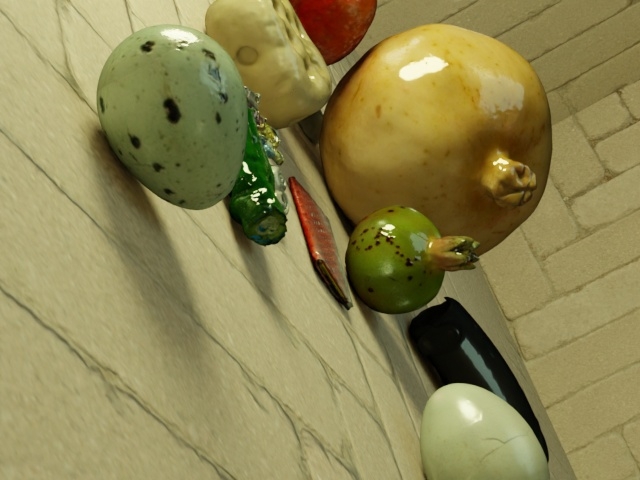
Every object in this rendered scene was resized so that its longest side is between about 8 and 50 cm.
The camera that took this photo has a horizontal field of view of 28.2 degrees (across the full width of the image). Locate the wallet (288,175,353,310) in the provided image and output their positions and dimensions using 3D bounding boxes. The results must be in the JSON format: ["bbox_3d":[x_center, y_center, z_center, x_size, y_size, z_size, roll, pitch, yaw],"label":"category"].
[{"bbox_3d":[0.000,0.000,1.740,0.103,0.020,0.196,55,12,-38],"label":"wallet"}]

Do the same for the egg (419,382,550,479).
[{"bbox_3d":[0.206,0.280,1.635,0.209,0.151,0.151,59,9,18],"label":"egg"}]

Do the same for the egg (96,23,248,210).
[{"bbox_3d":[-0.123,-0.106,1.105,0.131,0.131,0.164,-97,169,-65],"label":"egg"}]

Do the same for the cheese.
[{"bbox_3d":[-0.078,-0.270,1.804,0.218,0.117,0.235,51,16,-42],"label":"cheese"}]

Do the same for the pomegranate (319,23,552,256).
[{"bbox_3d":[0.199,-0.151,2.065,0.411,0.412,0.411,58,10,-17],"label":"pomegranate"}]

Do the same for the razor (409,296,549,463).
[{"bbox_3d":[0.275,0.259,2.148,0.349,0.113,0.204,61,12,-6],"label":"razor"}]

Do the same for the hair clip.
[{"bbox_3d":[-0.086,-0.108,1.554,0.116,0.049,0.172,25,44,-52],"label":"hair clip"}]

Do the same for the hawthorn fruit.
[{"bbox_3d":[-0.056,-0.383,1.985,0.272,0.242,0.241,-10,67,-40],"label":"hawthorn fruit"}]

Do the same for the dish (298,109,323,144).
[{"bbox_3d":[-0.023,-0.233,2.197,0.091,0.039,0.137,47,19,-54],"label":"dish"}]

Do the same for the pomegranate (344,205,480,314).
[{"bbox_3d":[0.129,0.026,1.831,0.159,0.205,0.159,17,69,-56],"label":"pomegranate"}]

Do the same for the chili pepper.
[{"bbox_3d":[-0.087,-0.086,1.421,0.098,0.061,0.224,42,20,-50],"label":"chili pepper"}]
